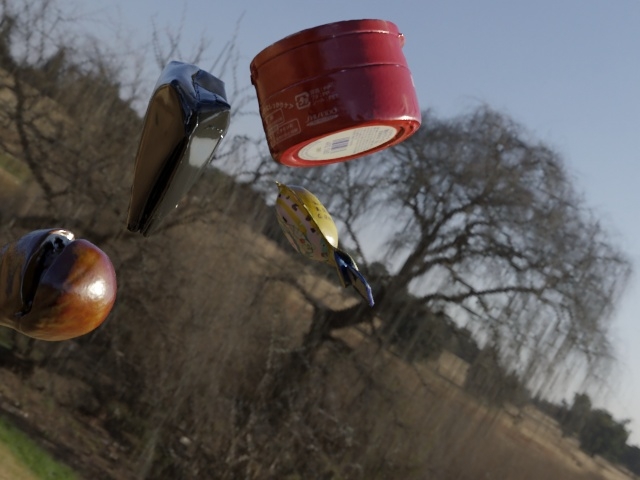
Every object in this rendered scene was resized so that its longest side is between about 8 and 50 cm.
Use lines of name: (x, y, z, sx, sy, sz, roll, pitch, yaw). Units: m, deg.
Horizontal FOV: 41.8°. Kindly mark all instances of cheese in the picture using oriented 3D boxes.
cheese: (0.000, 0.000, 1.262, 0.250, 0.064, 0.156, 48, -12, 32)

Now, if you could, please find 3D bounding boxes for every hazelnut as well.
hazelnut: (-0.503, 0.089, 1.526, 0.252, 0.217, 0.217, 9, -10, 15)

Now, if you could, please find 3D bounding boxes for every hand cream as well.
hand cream: (0.021, -0.199, 1.166, 0.230, 0.149, 0.230, -11, -6, -1)

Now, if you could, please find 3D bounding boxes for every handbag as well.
handbag: (-0.270, -0.165, 1.530, 0.152, 0.288, 0.342, 25, 14, -15)
